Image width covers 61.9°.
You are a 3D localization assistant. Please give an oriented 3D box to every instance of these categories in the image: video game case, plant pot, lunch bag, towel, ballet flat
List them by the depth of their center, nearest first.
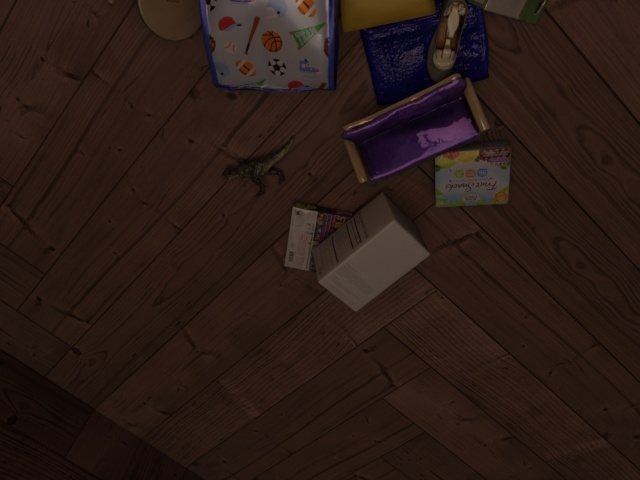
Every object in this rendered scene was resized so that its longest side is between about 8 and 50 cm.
[{"bbox_3d":[0.138,-0.621,1.201,0.212,0.212,0.187,-7,134,13],"label":"plant pot"},{"bbox_3d":[0.304,-0.481,1.289,0.072,0.068,0.213,7,123,1],"label":"ballet flat"},{"bbox_3d":[-0.114,-0.558,1.290,0.328,0.239,0.385,2,114,5],"label":"lunch bag"},{"bbox_3d":[0.269,-0.485,1.370,0.308,0.076,0.227,-11,118,14],"label":"towel"},{"bbox_3d":[0.000,0.000,1.717,0.210,0.042,0.232,10,122,1],"label":"video game case"}]

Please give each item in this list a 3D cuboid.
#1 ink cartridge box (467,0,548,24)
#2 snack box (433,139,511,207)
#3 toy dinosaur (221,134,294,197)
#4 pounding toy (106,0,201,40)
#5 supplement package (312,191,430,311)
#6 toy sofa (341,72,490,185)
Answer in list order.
[{"bbox_3d":[0.456,-0.591,1.263,0.209,0.062,0.109,-5,130,-35],"label":"ink cartridge box"},{"bbox_3d":[0.430,-0.189,1.528,0.207,0.070,0.174,-1,120,10],"label":"snack box"},{"bbox_3d":[-0.175,-0.206,1.611,0.268,0.064,0.118,-22,109,16],"label":"toy dinosaur"},{"bbox_3d":[-0.422,-0.620,1.358,0.237,0.110,0.182,20,94,-45],"label":"pounding toy"},{"bbox_3d":[0.146,0.035,1.607,0.293,0.175,0.177,-40,119,18],"label":"supplement package"},{"bbox_3d":[0.247,-0.281,1.409,0.363,0.177,0.150,-22,83,19],"label":"toy sofa"}]
